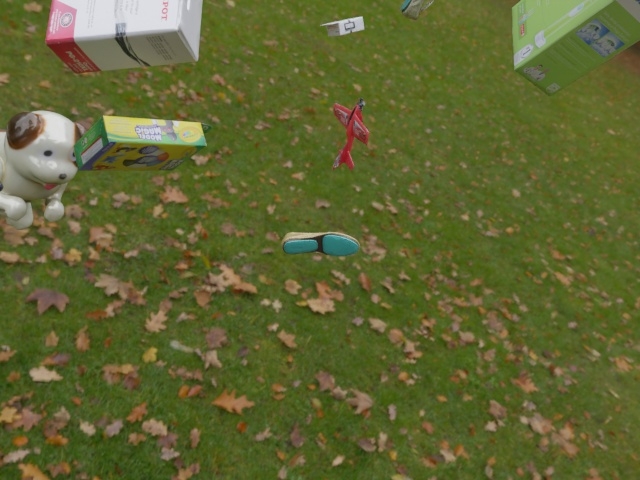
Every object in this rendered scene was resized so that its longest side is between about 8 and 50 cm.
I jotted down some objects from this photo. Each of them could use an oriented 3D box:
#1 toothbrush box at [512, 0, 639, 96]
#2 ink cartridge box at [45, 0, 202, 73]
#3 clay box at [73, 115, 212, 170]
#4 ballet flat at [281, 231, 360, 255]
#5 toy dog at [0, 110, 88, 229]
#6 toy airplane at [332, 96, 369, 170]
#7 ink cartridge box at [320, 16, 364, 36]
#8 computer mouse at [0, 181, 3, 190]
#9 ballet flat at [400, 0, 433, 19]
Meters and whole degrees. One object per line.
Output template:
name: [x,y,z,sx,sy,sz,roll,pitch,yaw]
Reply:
toothbrush box: [0.537,-0.463,1.150,0.122,0.283,0.206,25,56,-24]
ink cartridge box: [-0.333,-0.399,0.998,0.237,0.100,0.171,-2,73,9]
clay box: [-0.311,-0.171,1.039,0.222,0.127,0.053,-6,78,-46]
ballet flat: [0.000,0.000,1.701,0.232,0.080,0.073,2,29,-3]
toy dog: [-0.849,-0.229,1.656,0.285,0.408,0.395,20,61,-55]
toy airplane: [0.057,-0.198,1.086,0.028,0.151,0.151,3,38,-29]
ink cartridge box: [0.047,-0.460,1.236,0.083,0.028,0.048,-23,25,-28]
computer mouse: [-0.678,-0.066,1.089,0.106,0.193,0.042,42,25,8]
ballet flat: [0.245,-0.572,1.284,0.052,0.168,0.057,26,44,-14]
